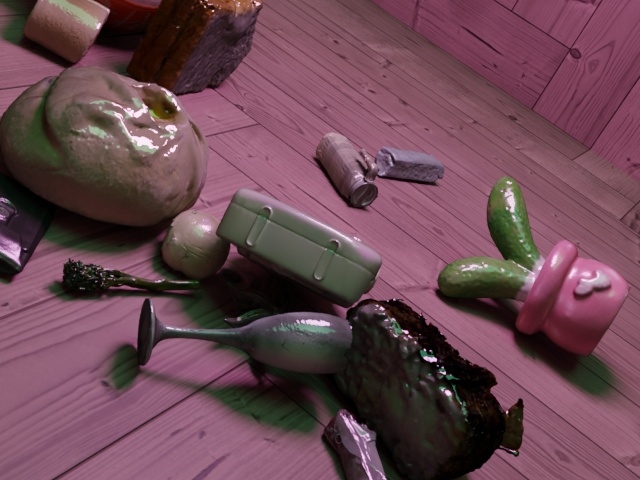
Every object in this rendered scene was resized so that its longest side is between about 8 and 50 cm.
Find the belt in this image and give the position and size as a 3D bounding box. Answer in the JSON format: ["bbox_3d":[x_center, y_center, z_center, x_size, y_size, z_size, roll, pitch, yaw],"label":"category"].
[{"bbox_3d":[0.068,0.341,1.415,0.071,0.053,0.232,7,34,-24],"label":"belt"}]

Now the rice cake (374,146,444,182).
[{"bbox_3d":[0.219,-0.188,2.460,0.206,0.063,0.069,6,33,-39],"label":"rice cake"}]

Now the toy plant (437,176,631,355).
[{"bbox_3d":[0.459,0.067,2.068,0.356,0.211,0.317,27,66,19],"label":"toy plant"}]

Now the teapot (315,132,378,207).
[{"bbox_3d":[0.070,-0.170,2.236,0.077,0.107,0.200,13,32,-36],"label":"teapot"}]

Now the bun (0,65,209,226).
[{"bbox_3d":[-0.359,-0.180,1.701,0.365,0.219,0.365,24,22,-10],"label":"bun"}]

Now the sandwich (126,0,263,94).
[{"bbox_3d":[-0.263,-0.464,2.246,0.131,0.262,0.325,40,28,9],"label":"sandwich"}]

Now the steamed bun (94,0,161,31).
[{"bbox_3d":[-0.478,-0.606,2.249,0.374,0.241,0.374,14,-12,3],"label":"steamed bun"}]

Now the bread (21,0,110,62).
[{"bbox_3d":[-0.541,-0.462,2.111,0.141,0.134,0.148,28,38,-12],"label":"bread"}]

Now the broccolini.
[{"bbox_3d":[-0.290,0.065,1.547,0.239,0.054,0.051,10,68,-39],"label":"broccolini"}]

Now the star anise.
[{"bbox_3d":[-0.087,0.130,1.611,0.180,0.061,0.204,24,30,-27],"label":"star anise"}]

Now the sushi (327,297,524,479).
[{"bbox_3d":[0.162,0.227,1.548,0.182,0.196,0.343,-11,46,-43],"label":"sushi"}]

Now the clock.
[{"bbox_3d":[-0.024,0.025,1.701,0.265,0.109,0.324,25,-5,10],"label":"clock"}]

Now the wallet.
[{"bbox_3d":[-0.504,-0.044,1.525,0.168,0.052,0.245,27,24,-13],"label":"wallet"}]

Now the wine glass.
[{"bbox_3d":[-0.098,0.061,1.461,0.309,0.264,0.096,6,2,-19],"label":"wine glass"}]

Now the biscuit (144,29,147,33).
[{"bbox_3d":[-0.411,-0.552,2.491,0.154,0.045,0.299,-3,40,-45],"label":"biscuit"}]

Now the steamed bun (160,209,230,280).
[{"bbox_3d":[-0.207,0.001,1.685,0.112,0.091,0.130,29,26,-5],"label":"steamed bun"}]
